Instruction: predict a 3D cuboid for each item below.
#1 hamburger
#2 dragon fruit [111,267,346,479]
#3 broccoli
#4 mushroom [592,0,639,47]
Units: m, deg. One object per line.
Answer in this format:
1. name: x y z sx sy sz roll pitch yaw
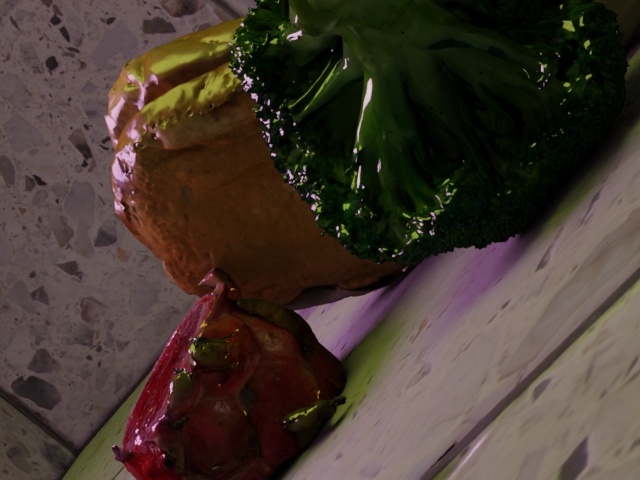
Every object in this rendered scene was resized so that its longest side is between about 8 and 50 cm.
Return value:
1. hamburger: -0.036 -0.064 1.221 0.318 0.318 0.158 -46 28 40
2. dragon fruit: -0.083 0.128 1.148 0.211 0.147 0.282 -52 3 -25
3. broccoli: 0.063 -0.130 0.942 0.297 0.297 0.297 -50 -27 5
4. mushroom: 0.215 -0.189 1.102 0.088 0.097 0.212 -41 -2 -38
